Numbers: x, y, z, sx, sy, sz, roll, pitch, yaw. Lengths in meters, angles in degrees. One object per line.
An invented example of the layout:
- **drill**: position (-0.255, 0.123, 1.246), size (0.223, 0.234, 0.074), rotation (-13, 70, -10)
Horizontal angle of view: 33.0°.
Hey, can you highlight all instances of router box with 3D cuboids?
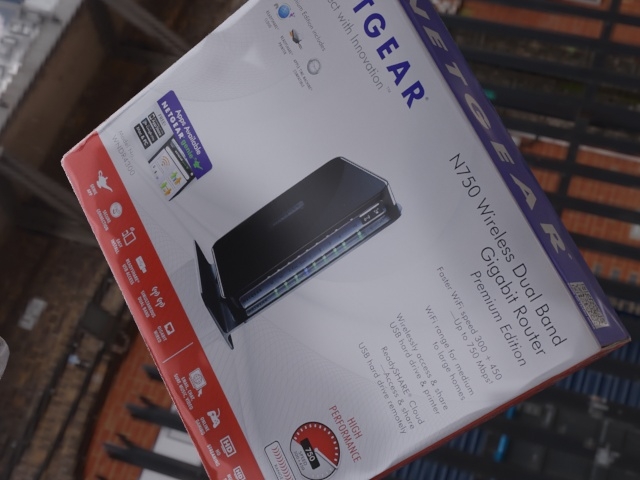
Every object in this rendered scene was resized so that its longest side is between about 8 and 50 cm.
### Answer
- **router box**: position (0.000, 0.000, 0.774), size (0.301, 0.335, 0.082), rotation (-35, -17, 24)

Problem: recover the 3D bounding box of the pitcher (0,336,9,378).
- **pitcher**: position (-0.362, 0.175, 0.902), size (0.207, 0.125, 0.178), rotation (-58, -2, -41)
